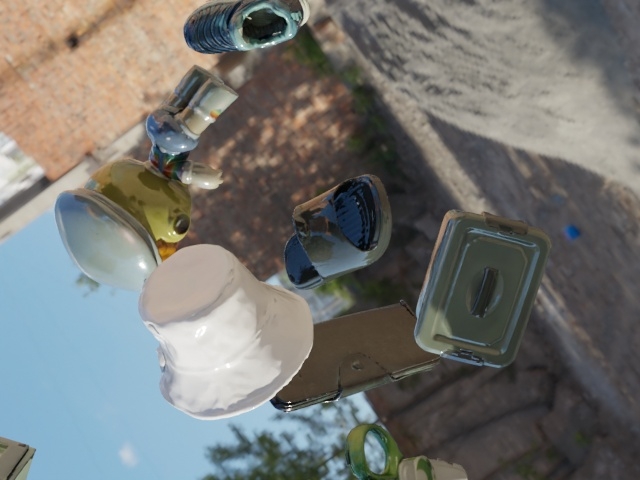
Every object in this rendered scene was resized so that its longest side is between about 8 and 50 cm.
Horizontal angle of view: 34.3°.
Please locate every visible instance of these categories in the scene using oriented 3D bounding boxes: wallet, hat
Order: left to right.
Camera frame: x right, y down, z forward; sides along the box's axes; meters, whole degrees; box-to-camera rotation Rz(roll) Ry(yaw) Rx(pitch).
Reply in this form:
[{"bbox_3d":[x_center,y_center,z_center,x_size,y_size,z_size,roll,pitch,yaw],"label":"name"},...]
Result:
[{"bbox_3d":[-0.118,0.083,1.126,0.126,0.203,0.203,61,177,-40],"label":"hat"},{"bbox_3d":[0.040,0.193,1.771,0.172,0.318,0.045,-126,32,-44],"label":"wallet"}]

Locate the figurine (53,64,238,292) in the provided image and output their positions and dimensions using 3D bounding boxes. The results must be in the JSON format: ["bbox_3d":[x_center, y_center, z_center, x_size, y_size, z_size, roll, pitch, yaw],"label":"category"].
[{"bbox_3d":[-0.286,-0.109,1.647,0.224,0.381,0.205,23,-179,39],"label":"figurine"}]

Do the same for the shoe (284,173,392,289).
[{"bbox_3d":[0.000,0.000,1.387,0.093,0.241,0.108,-4,-111,-35],"label":"shoe"}]

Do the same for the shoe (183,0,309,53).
[{"bbox_3d":[-0.082,-0.234,1.137,0.071,0.143,0.064,-86,-19,-57],"label":"shoe"}]

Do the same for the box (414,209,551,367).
[{"bbox_3d":[0.177,0.047,1.186,0.124,0.172,0.093,15,-167,-9],"label":"box"}]

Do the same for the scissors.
[{"bbox_3d":[0.085,0.219,0.937,0.204,0.027,0.101,19,-120,-56],"label":"scissors"}]

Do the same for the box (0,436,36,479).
[{"bbox_3d":[-0.582,0.367,1.600,0.225,0.117,0.225,18,-176,-5],"label":"box"}]
